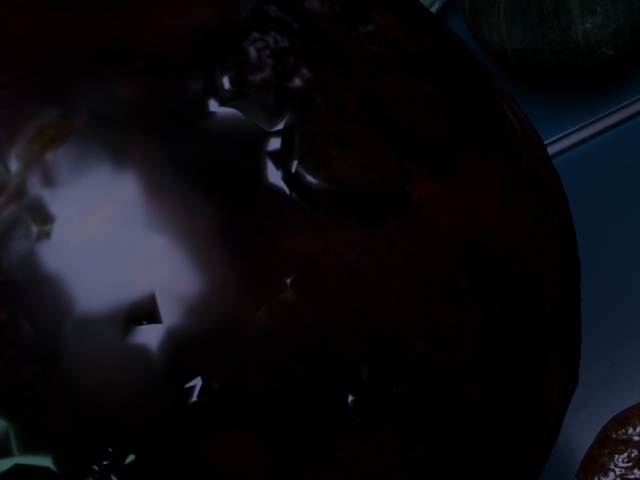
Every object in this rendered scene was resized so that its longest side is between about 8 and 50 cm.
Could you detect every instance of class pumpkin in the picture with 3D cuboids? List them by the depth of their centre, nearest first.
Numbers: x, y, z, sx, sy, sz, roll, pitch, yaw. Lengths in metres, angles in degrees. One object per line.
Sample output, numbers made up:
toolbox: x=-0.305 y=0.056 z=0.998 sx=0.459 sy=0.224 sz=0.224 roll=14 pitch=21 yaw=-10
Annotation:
pumpkin: x=0.183 y=-0.189 z=0.967 sx=0.167 sy=0.125 sz=0.167 roll=-5 pitch=32 yaw=3

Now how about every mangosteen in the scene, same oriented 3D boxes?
mangosteen: x=-0.086 y=0.026 z=0.679 sx=0.421 sy=0.381 sz=0.381 roll=-14 pitch=57 yaw=43

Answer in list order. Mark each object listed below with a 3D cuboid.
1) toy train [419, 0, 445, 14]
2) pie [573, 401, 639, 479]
toy train: x=-0.020 y=-0.172 z=0.999 sx=0.238 sy=0.167 sz=0.299 roll=-7 pitch=62 yaw=22
pie: x=0.226 y=0.172 z=0.835 sx=0.154 sy=0.036 sz=0.154 roll=-6 pitch=62 yaw=11
